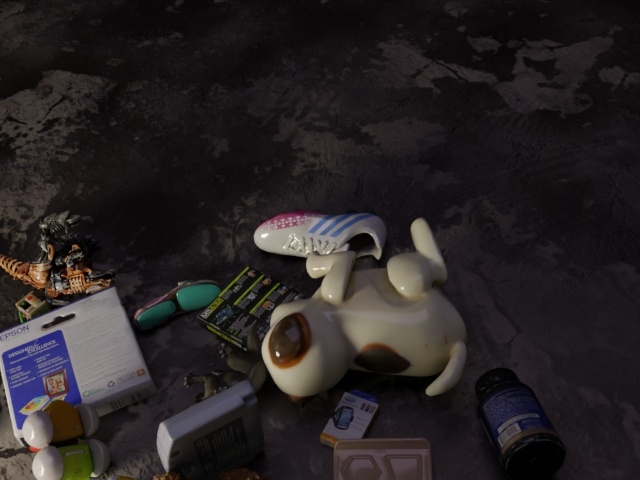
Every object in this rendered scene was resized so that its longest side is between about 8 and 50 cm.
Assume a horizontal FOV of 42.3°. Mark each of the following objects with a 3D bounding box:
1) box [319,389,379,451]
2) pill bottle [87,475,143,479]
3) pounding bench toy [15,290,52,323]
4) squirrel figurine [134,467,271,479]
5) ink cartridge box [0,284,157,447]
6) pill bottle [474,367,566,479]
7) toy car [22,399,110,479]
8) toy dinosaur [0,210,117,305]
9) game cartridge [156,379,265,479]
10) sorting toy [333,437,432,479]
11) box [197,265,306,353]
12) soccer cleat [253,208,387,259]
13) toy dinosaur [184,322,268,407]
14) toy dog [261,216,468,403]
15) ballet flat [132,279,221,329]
[{"bbox_3d":[0.065,0.374,1.716,0.081,0.028,0.136,17,48,23],"label":"box"},{"bbox_3d":[-0.365,0.510,1.590,0.184,0.103,0.103,8,48,15],"label":"pill bottle"},{"bbox_3d":[-0.706,0.174,2.000,0.065,0.052,0.083,28,56,30],"label":"pounding bench toy"},{"bbox_3d":[-0.207,0.591,1.411,0.370,0.281,0.397,-27,45,-2],"label":"squirrel figurine"},{"bbox_3d":[-0.559,0.277,1.872,0.303,0.072,0.307,-22,45,-12],"label":"ink cartridge box"},{"bbox_3d":[0.379,0.353,1.611,0.122,0.123,0.219,-12,33,-3],"label":"pill bottle"},{"bbox_3d":[-0.530,0.424,1.681,0.136,0.159,0.182,-37,67,31],"label":"toy car"},{"bbox_3d":[-0.658,0.054,2.054,0.321,0.164,0.218,16,64,-6],"label":"toy dinosaur"},{"bbox_3d":[-0.205,0.378,1.561,0.198,0.297,0.062,-22,59,-14],"label":"game cartridge"},{"bbox_3d":[0.120,0.485,1.591,0.193,0.038,0.208,-2,54,6],"label":"sorting toy"},{"bbox_3d":[-0.159,0.164,1.939,0.184,0.045,0.191,23,54,30],"label":"box"},{"bbox_3d":[0.000,0.000,2.024,0.331,0.116,0.143,-6,45,2],"label":"soccer cleat"},{"bbox_3d":[-0.179,0.300,1.755,0.160,0.121,0.313,14,35,31],"label":"toy dinosaur"},{"bbox_3d":[0.078,0.198,1.742,0.407,0.284,0.395,-16,58,-4],"label":"toy dog"},{"bbox_3d":[-0.348,0.142,1.975,0.221,0.077,0.079,-25,29,-16],"label":"ballet flat"}]
